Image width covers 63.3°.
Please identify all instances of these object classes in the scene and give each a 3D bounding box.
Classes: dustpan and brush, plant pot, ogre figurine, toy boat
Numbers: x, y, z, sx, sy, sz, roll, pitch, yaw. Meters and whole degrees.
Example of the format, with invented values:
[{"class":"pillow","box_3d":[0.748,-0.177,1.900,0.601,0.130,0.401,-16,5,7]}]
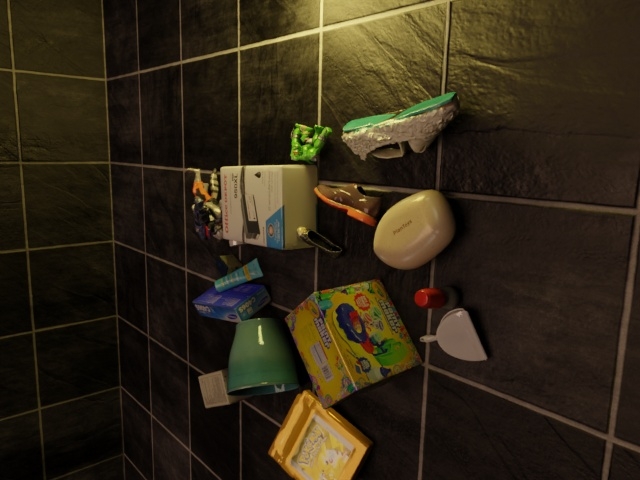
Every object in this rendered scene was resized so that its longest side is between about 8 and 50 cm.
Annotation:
[{"class":"dustpan and brush","box_3d":[0.347,0.265,1.420,0.211,0.060,0.147,-23,91,42]},{"class":"plant pot","box_3d":[-0.224,0.434,1.954,0.271,0.271,0.255,-31,58,47]},{"class":"ogre figurine","box_3d":[-0.041,-0.324,1.748,0.197,0.096,0.118,15,89,32]},{"class":"toy boat","box_3d":[0.278,0.037,1.410,0.267,0.148,0.318,-31,64,41]}]

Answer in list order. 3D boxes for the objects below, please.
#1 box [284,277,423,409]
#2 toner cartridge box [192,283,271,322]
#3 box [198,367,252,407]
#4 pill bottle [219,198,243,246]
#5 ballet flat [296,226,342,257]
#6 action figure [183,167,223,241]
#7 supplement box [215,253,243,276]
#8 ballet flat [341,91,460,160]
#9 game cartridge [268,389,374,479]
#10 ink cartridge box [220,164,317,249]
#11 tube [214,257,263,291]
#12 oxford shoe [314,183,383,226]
[{"class":"box","box_3d":[0.097,0.296,1.534,0.177,0.279,0.290,-45,63,43]},{"class":"toner cartridge box","box_3d":[-0.372,0.250,2.145,0.347,0.165,0.075,-1,121,50]},{"class":"box","box_3d":[-0.422,0.646,2.300,0.232,0.126,0.149,-27,76,48]},{"class":"pill bottle","box_3d":[-0.346,-0.076,2.119,0.108,0.108,0.194,-15,84,49]},{"class":"ballet flat","box_3d":[0.000,0.000,1.730,0.173,0.057,0.049,30,144,4]},{"class":"action figure","box_3d":[-0.467,-0.155,2.204,0.330,0.178,0.341,65,161,13]},{"class":"supplement box","box_3d":[-0.388,0.108,2.213,0.083,0.083,0.056,43,126,36]},{"class":"ballet flat","box_3d":[0.230,-0.301,1.432,0.408,0.146,0.147,0,96,52]},{"class":"game cartridge","box_3d":[-0.008,0.720,1.792,0.323,0.052,0.285,30,98,31]},{"class":"ink cartridge box","box_3d":[-0.195,-0.130,1.892,0.394,0.166,0.286,8,101,49]},{"class":"tube","box_3d":[-0.336,0.151,2.140,0.207,0.052,0.080,-25,78,14]},{"class":"oxford shoe","box_3d":[0.090,-0.135,1.638,0.271,0.096,0.098,31,98,38]}]
